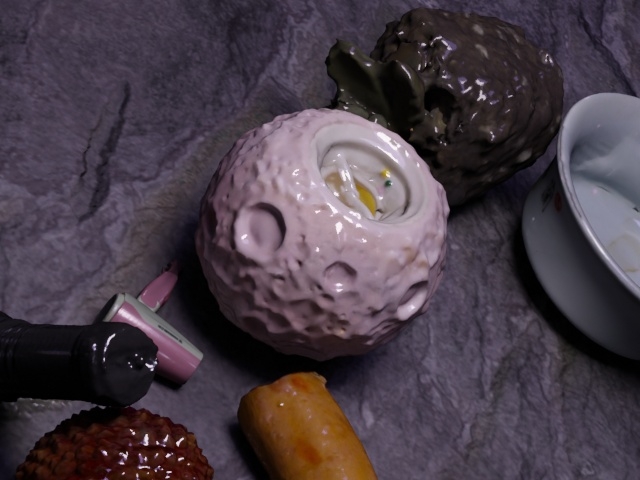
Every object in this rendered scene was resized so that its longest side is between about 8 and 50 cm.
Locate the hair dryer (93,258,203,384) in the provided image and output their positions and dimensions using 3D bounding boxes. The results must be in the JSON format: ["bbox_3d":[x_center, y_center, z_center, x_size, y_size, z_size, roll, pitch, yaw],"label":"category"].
[{"bbox_3d":[-0.158,0.066,1.599,0.106,0.054,0.154,32,36,-13],"label":"hair dryer"}]

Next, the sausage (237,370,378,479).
[{"bbox_3d":[0.007,0.251,1.504,0.109,0.109,0.270,4,50,-33],"label":"sausage"}]

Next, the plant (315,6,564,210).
[{"bbox_3d":[0.119,-0.147,1.863,0.213,0.215,0.312,48,36,18],"label":"plant"}]

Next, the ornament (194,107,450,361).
[{"bbox_3d":[0.000,0.000,1.633,0.259,0.225,0.259,20,44,-21],"label":"ornament"}]

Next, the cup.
[{"bbox_3d":[0.375,0.008,1.933,0.347,0.163,0.347,21,47,-24],"label":"cup"}]

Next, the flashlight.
[{"bbox_3d":[-0.233,0.102,1.372,0.093,0.232,0.093,4,85,-48],"label":"flashlight"}]

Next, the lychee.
[{"bbox_3d":[-0.171,0.217,1.346,0.188,0.188,0.188,20,43,-20],"label":"lychee"}]
